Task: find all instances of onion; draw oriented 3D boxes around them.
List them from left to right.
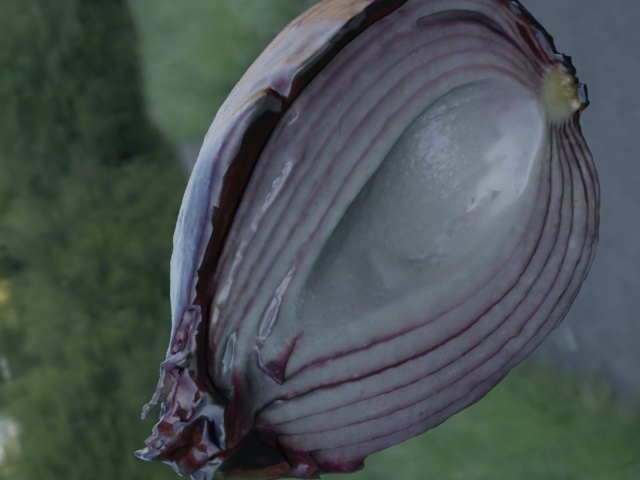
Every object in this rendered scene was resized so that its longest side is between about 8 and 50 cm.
[{"bbox_3d":[0.000,0.000,0.888,0.120,0.283,0.227,21,145,49],"label":"onion"}]
